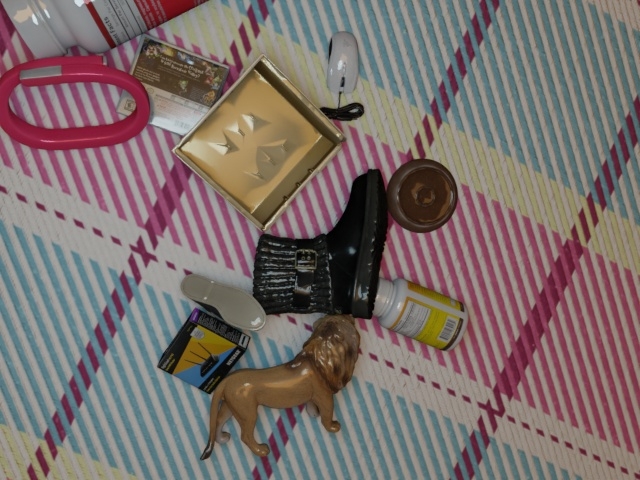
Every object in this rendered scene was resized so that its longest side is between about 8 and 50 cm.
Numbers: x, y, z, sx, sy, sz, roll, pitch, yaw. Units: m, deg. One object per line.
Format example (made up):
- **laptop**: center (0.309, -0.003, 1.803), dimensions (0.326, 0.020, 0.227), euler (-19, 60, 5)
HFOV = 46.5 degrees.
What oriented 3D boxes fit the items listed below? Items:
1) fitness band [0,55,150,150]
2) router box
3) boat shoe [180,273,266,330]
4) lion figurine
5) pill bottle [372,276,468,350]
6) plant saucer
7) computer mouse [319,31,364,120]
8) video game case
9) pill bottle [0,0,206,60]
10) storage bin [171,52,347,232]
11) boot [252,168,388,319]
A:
- **fitness band**: center (-0.481, -0.263, 1.448), dimensions (0.291, 0.209, 0.054), euler (-5, 57, -10)
- **router box**: center (-0.246, 0.234, 1.559), dimensions (0.133, 0.046, 0.179), euler (30, 127, -11)
- **boat shoe**: center (-0.195, 0.132, 1.555), dimensions (0.206, 0.065, 0.075), euler (24, 76, 19)
- **lion figurine**: center (-0.086, 0.308, 1.571), dimensions (0.392, 0.142, 0.240), euler (-17, 116, -22)
- **pill bottle**: center (0.207, 0.156, 1.638), dimensions (0.215, 0.117, 0.117), euler (23, 92, -11)
- **plant saucer**: center (0.231, -0.099, 1.662), dimensions (0.168, 0.029, 0.168), euler (-1, 97, -9)
- **computer mouse**: center (0.045, -0.353, 1.597), dimensions (0.106, 0.042, 0.193), euler (1, 96, -9)
- **video game case**: center (-0.307, -0.315, 1.553), dimensions (0.190, 0.022, 0.173), euler (19, 93, -10)
- **pill bottle**: center (-0.388, -0.502, 1.415), dimensions (0.408, 0.229, 0.229), euler (-28, 100, -6)
- **storage bin**: center (-0.124, -0.192, 1.532), dimensions (0.260, 0.123, 0.262), euler (43, 85, -15)
- **boot**: center (-0.001, -0.001, 1.584), dimensions (0.260, 0.131, 0.348), euler (5, 68, 15)
